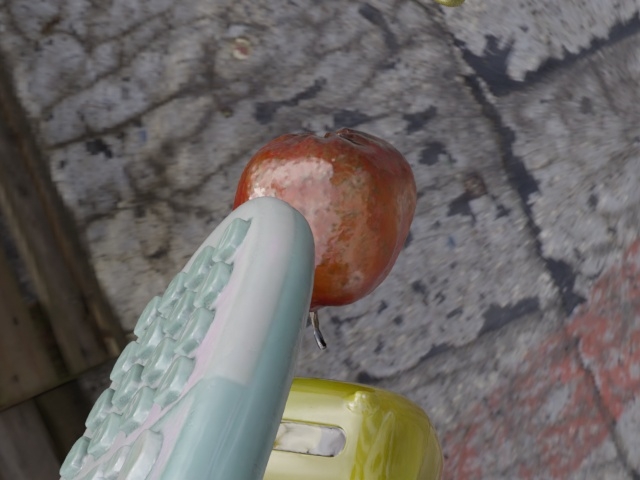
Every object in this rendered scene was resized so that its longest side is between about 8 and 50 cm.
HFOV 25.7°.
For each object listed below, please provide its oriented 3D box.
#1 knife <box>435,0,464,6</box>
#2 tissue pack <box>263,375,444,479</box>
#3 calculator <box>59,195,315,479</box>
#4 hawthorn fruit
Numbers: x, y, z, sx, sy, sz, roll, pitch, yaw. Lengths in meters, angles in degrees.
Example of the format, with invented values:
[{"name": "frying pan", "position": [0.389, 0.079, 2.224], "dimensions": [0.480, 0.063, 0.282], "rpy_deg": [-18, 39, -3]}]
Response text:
[{"name": "knife", "position": [0.007, -0.223, 1.027], "dimensions": [0.298, 0.047, 0.017], "rpy_deg": [34, 121, 41]}, {"name": "tissue pack", "position": [-0.001, 0.172, 1.112], "dimensions": [0.178, 0.127, 0.123], "rpy_deg": [2, 62, 30]}, {"name": "calculator", "position": [-0.072, 0.111, 0.491], "dimensions": [0.042, 0.184, 0.295], "rpy_deg": [30, 58, -14]}, {"name": "hawthorn fruit", "position": [0.000, 0.000, 1.200], "dimensions": [0.157, 0.157, 0.194], "rpy_deg": [8, 105, 13]}]
